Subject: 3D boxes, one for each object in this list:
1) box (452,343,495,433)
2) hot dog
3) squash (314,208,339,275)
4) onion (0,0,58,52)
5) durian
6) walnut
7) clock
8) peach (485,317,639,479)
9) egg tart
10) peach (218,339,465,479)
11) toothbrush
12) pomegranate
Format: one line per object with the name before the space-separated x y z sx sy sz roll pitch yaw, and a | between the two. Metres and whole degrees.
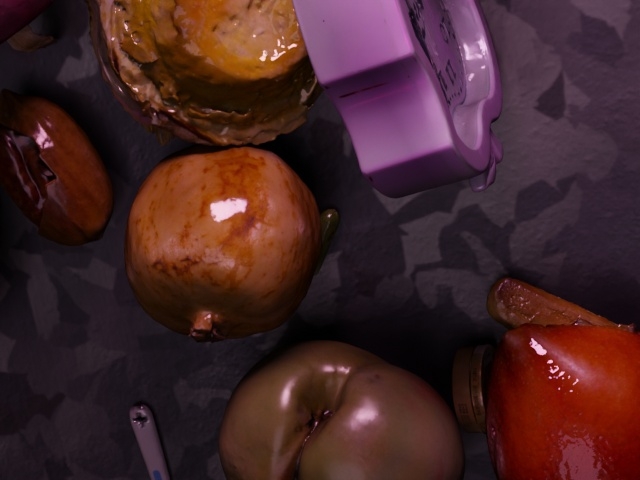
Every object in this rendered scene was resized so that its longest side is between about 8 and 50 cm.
box | 0.184 0.173 1.872 0.037 0.105 0.106 -6 111 22
hot dog | 0.290 0.108 1.855 0.215 0.047 0.066 22 79 1
squash | 0.000 0.000 1.880 0.027 0.027 0.083 23 115 1
onion | -0.379 -0.317 1.654 0.358 0.358 0.345 -34 109 22
durian | -0.189 -0.211 1.776 0.182 0.132 0.165 35 103 9
walnut | -0.315 -0.085 1.865 0.115 0.116 0.207 -23 106 19
clock | 0.084 -0.201 1.613 0.102 0.338 0.339 -18 107 21
peach | 0.323 0.242 1.773 0.257 0.201 0.361 -32 125 28
egg tart | -0.088 -0.243 1.692 0.294 0.116 0.295 -2 97 -20
peach | 0.029 0.249 1.856 0.292 0.247 0.292 13 154 7
toothbrush | -0.186 0.387 2.070 0.040 0.040 0.386 -9 110 15
pomegranate | -0.110 0.006 1.785 0.248 0.248 0.248 4 113 10
